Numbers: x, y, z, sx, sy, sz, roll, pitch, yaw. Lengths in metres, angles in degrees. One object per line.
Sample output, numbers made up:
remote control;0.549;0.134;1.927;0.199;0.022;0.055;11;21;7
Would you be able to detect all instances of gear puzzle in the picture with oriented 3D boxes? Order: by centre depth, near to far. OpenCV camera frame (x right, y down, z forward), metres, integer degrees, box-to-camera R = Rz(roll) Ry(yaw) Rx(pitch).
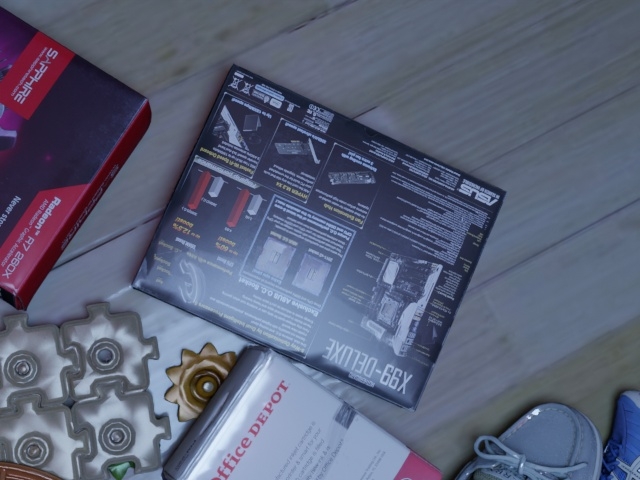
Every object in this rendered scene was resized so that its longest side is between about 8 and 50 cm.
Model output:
gear puzzle;-0.238;0.153;1.130;0.339;0.044;0.175;-8;85;-12

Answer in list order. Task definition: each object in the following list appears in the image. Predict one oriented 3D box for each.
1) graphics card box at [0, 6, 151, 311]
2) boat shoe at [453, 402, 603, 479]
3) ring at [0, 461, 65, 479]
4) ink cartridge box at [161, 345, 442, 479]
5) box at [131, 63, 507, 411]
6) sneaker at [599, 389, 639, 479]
graphics card box;-0.376;-0.129;1.089;0.371;0.094;0.233;33;74;-3
boat shoe;0.158;0.277;1.112;0.320;0.103;0.118;-44;50;-16
ring;-0.324;0.373;1.075;0.336;0.032;0.337;-1;96;-13
ink cartridge box;-0.020;0.225;1.111;0.218;0.092;0.158;38;78;-14
box;0.000;0.000;1.155;0.307;0.076;0.242;24;83;-6
sneaker;0.309;0.258;1.178;0.081;0.080;0.211;5;84;-11
